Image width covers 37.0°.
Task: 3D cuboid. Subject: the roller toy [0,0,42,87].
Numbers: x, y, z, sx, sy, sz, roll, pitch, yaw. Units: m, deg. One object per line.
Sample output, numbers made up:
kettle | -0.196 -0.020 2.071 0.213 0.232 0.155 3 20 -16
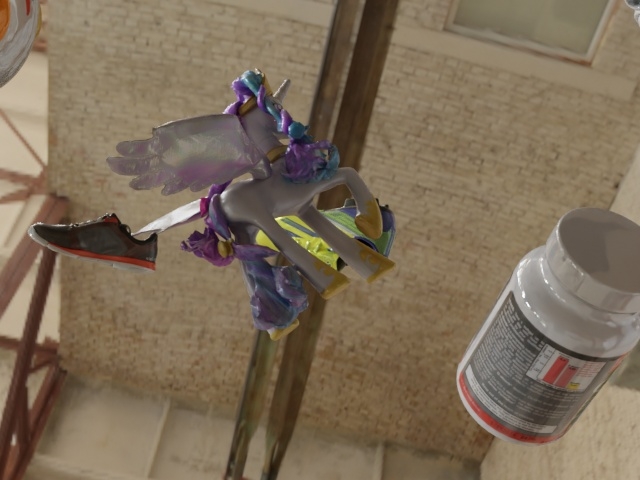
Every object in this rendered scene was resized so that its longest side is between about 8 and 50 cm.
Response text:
roller toy | -0.387 -0.240 0.965 0.146 0.209 0.191 12 -122 25

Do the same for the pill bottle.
pill bottle | 0.366 0.137 1.469 0.210 0.363 0.210 11 -136 -11

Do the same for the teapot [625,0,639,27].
teapot | 0.545 -0.336 1.366 0.256 0.187 0.252 25 -174 -1

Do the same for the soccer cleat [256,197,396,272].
soccer cleat | 0.000 0.000 1.686 0.289 0.093 0.121 -7 -108 33

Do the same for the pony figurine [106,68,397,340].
pony figurine | -0.101 -0.053 1.340 0.351 0.303 0.363 -29 -103 -27

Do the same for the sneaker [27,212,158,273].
sneaker | -0.271 -0.006 1.158 0.158 0.065 0.061 15 180 -12
